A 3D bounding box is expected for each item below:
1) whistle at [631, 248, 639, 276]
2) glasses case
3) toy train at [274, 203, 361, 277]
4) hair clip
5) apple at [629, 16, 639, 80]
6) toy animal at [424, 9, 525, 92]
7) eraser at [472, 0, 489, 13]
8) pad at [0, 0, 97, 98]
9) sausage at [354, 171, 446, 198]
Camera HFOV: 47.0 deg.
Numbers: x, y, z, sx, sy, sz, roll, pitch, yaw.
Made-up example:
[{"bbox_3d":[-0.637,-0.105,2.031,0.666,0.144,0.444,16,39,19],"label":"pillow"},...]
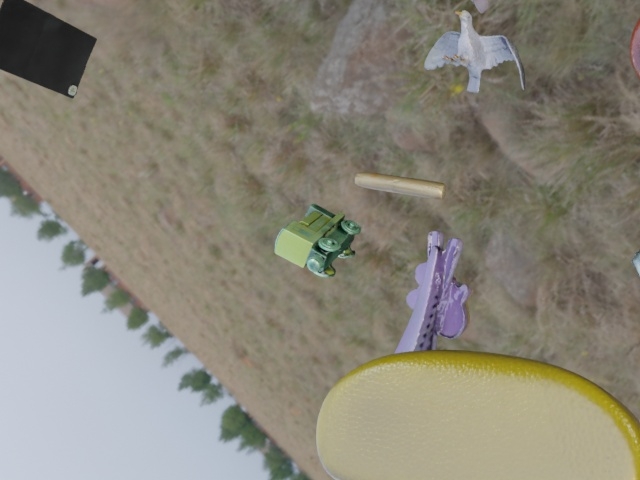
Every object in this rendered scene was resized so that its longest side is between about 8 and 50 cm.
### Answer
[{"bbox_3d":[0.658,-0.013,1.277,0.180,0.269,0.093,62,168,-22],"label":"whistle"},{"bbox_3d":[0.184,0.220,0.852,0.371,0.173,0.141,0,163,28],"label":"glasses case"},{"bbox_3d":[0.000,0.000,0.899,0.081,0.122,0.050,26,120,12],"label":"toy train"},{"bbox_3d":[0.156,0.127,1.110,0.090,0.279,0.137,21,-176,-27],"label":"hair clip"},{"bbox_3d":[0.645,-0.341,1.302,0.168,0.181,0.181,-1,158,3],"label":"apple"},{"bbox_3d":[0.091,-0.119,0.459,0.084,0.028,0.050,27,164,45],"label":"toy animal"},{"bbox_3d":[0.237,-0.518,1.346,0.204,0.059,0.243,44,-169,4],"label":"eraser"},{"bbox_3d":[-0.455,-0.313,1.205,0.004,0.116,0.193,25,-177,29],"label":"pad"},{"bbox_3d":[0.104,-0.075,0.988,0.132,0.024,0.024,11,150,28],"label":"sausage"}]
